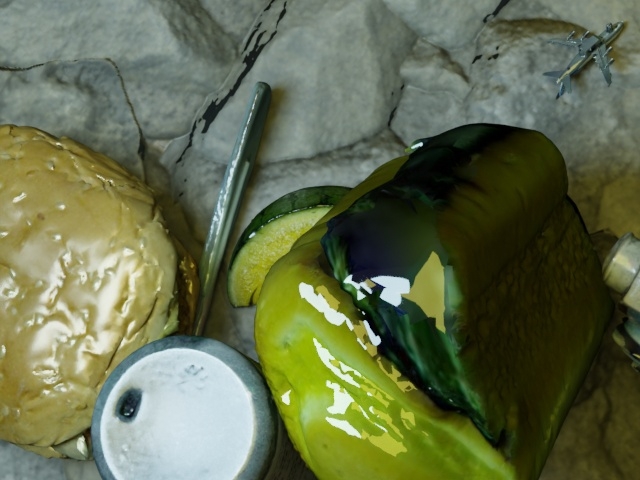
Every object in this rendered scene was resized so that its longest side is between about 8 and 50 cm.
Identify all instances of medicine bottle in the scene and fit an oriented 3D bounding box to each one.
[{"bbox_3d":[-0.071,0.165,1.546,0.141,0.293,0.141,-3,77,12],"label":"medicine bottle"}]

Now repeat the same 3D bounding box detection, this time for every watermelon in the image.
[{"bbox_3d":[-0.001,-0.008,1.705,0.181,0.075,0.092,-13,120,10],"label":"watermelon"}]

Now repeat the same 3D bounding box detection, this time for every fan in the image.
[{"bbox_3d":[-0.087,-0.003,1.722,0.023,0.057,0.282,16,87,5],"label":"fan"}]

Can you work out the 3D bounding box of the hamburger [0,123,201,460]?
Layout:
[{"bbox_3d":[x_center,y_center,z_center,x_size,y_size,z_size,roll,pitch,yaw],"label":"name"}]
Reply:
[{"bbox_3d":[-0.238,0.045,1.677,0.283,0.144,0.259,26,85,19],"label":"hamburger"}]

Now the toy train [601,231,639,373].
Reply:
[{"bbox_3d":[0.361,0.085,1.526,0.299,0.202,0.131,34,103,16],"label":"toy train"}]

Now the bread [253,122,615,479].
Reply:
[{"bbox_3d":[0.085,0.059,1.479,0.208,0.376,0.251,-17,103,21],"label":"bread"}]

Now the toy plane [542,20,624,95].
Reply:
[{"bbox_3d":[0.231,-0.161,1.694,0.084,0.024,0.078,-48,55,-1],"label":"toy plane"}]
